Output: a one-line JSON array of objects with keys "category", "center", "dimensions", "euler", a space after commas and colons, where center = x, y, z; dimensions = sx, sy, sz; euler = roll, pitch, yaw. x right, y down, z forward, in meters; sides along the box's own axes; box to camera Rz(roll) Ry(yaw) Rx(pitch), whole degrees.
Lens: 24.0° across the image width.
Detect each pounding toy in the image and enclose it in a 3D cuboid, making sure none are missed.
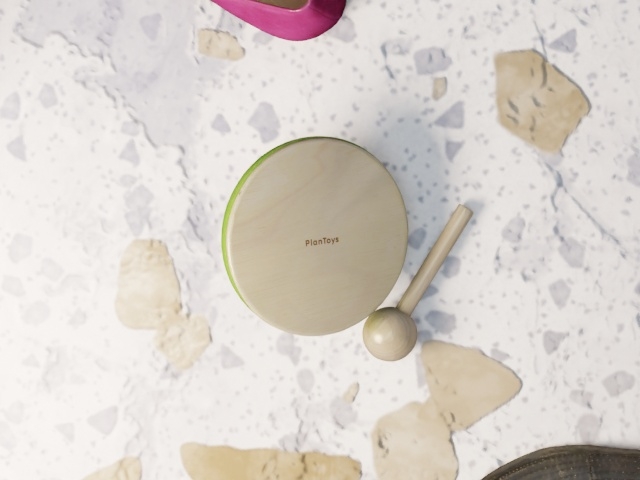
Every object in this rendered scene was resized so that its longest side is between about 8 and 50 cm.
[{"category": "pounding toy", "center": [0.000, 0.000, 1.422], "dimensions": [0.237, 0.110, 0.183], "euler": [24, 87, -26]}]

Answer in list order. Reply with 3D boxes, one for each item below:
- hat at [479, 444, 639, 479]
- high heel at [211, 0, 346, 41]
[{"category": "hat", "center": [0.269, 0.350, 1.404], "dimensions": [0.331, 0.134, 0.331], "euler": [1, 97, 6]}, {"category": "high heel", "center": [-0.140, -0.302, 1.346], "dimensions": [0.377, 0.181, 0.127], "euler": [26, 98, 2]}]
